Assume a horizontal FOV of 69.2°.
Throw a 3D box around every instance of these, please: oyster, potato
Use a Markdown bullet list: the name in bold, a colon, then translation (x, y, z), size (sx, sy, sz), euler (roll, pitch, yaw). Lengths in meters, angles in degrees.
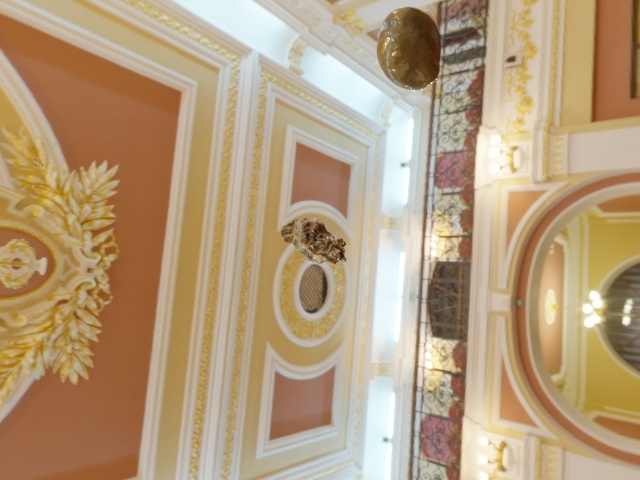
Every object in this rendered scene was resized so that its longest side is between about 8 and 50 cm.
- **oyster**: translation (0.001, 0.001, 0.938), size (0.108, 0.166, 0.053), euler (-13, -44, -47)
- **potato**: translation (0.257, -0.546, 1.338), size (0.160, 0.178, 0.235), euler (-48, -63, -32)
